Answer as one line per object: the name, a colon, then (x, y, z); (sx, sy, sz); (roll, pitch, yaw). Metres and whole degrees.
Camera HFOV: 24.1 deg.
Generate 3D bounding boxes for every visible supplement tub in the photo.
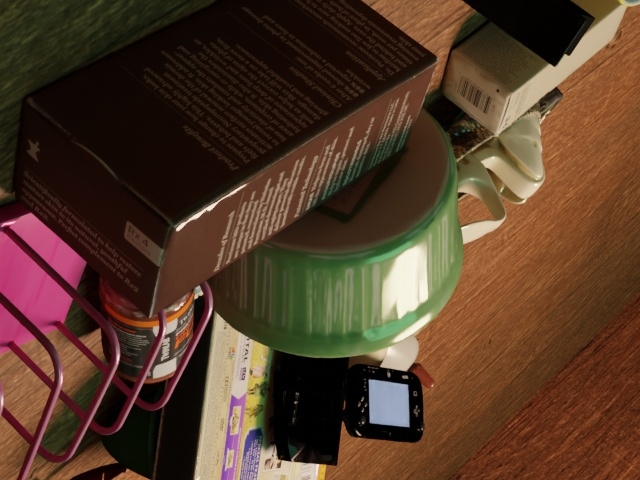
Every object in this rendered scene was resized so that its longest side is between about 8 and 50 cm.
supplement tub: (-0.190, 0.068, 1.640); (0.106, 0.106, 0.198); (-40, 158, -27)

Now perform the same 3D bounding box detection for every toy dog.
toy dog: (0.093, 0.176, 2.368); (0.333, 0.161, 0.220); (-14, 139, -59)

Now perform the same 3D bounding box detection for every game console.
game console: (0.050, 0.209, 2.092); (0.361, 0.044, 0.213); (16, 78, -55)

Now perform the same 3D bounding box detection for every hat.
hat: (-0.264, 0.250, 1.928); (0.208, 0.183, 0.173); (-25, 114, -68)

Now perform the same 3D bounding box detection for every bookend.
bookend: (0.288, -0.296, 1.946); (0.072, 0.156, 0.157); (-57, 160, 19)

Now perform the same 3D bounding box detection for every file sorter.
file sorter: (-0.272, 0.100, 1.406); (0.290, 0.182, 0.202); (-26, 149, -50)

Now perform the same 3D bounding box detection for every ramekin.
ramekin: (0.008, -0.038, 1.610); (0.303, 0.303, 0.148); (-39, 151, -28)

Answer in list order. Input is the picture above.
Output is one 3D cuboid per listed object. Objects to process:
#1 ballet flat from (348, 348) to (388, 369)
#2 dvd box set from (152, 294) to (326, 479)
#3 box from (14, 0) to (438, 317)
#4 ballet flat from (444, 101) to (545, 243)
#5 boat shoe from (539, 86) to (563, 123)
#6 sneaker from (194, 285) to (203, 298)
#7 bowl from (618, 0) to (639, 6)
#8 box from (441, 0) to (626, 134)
ballet flat: (0.078, 0.084, 2.180); (0.086, 0.086, 0.248); (16, 84, -69)
dvd box set: (-0.086, 0.214, 1.998); (0.420, 0.062, 0.308); (3, 95, -67)
box: (-0.083, -0.108, 1.429); (0.381, 0.191, 0.143); (-33, 154, -39)
ballet flat: (0.199, -0.089, 2.088); (0.483, 0.182, 0.164); (-35, 155, -37)
boat shoe: (0.296, -0.158, 2.335); (0.223, 0.073, 0.080); (-57, 159, 18)
sneaker: (-0.123, 0.000, 1.728); (0.162, 0.063, 0.073); (-50, 157, 0)
bowl: (0.415, -0.463, 1.918); (0.289, 0.156, 0.289); (-43, 160, -20)
box: (0.299, -0.273, 2.083); (0.275, 0.113, 0.094); (-37, 157, -29)
